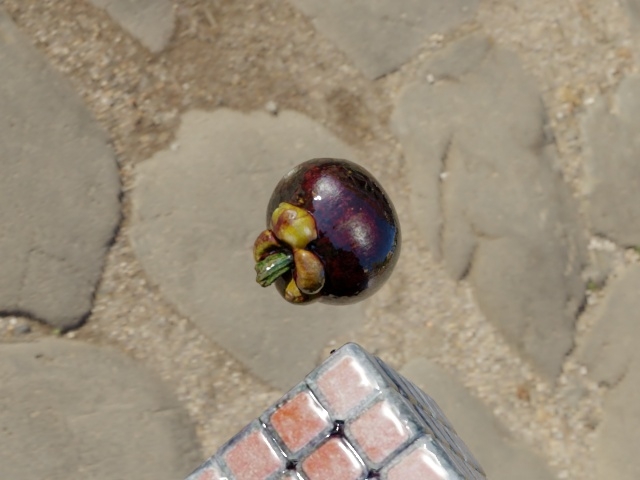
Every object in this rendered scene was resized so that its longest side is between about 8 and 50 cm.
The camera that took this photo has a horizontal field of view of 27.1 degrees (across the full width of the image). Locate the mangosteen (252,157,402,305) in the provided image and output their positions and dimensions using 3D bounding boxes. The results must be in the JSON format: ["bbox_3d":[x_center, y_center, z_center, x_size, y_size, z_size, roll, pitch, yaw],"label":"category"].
[{"bbox_3d":[0.000,0.000,1.118,0.140,0.140,0.140,13,70,-39],"label":"mangosteen"}]

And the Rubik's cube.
[{"bbox_3d":[0.035,0.256,1.036,0.237,0.238,0.237,54,4,25],"label":"Rubik's cube"}]
